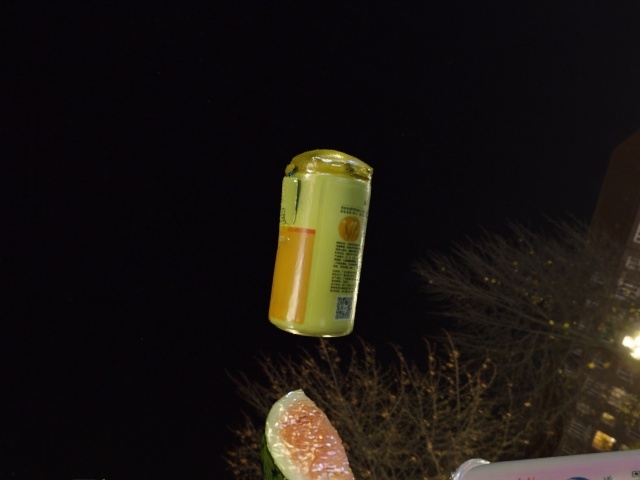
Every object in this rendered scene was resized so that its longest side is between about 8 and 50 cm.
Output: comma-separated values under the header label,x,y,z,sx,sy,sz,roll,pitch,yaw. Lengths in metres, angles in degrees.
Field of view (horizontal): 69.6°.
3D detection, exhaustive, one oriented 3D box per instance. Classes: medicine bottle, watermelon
label,x,y,z,sx,sy,sz,roll,pitch,yaw
medicine bottle,0.000,0.000,0.610,0.124,0.124,0.239,6,-90,-45
watermelon,-0.023,0.302,0.641,0.119,0.245,0.063,-7,-69,-20

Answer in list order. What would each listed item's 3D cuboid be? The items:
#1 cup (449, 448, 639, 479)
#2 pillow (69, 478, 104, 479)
label,x,y,z,sx,sy,sz,roll,pitch,yaw
cup,0.286,0.274,0.404,0.203,0.203,0.288,9,-35,-45
pillow,-0.255,0.244,0.362,0.150,0.048,0.091,13,-81,-59
